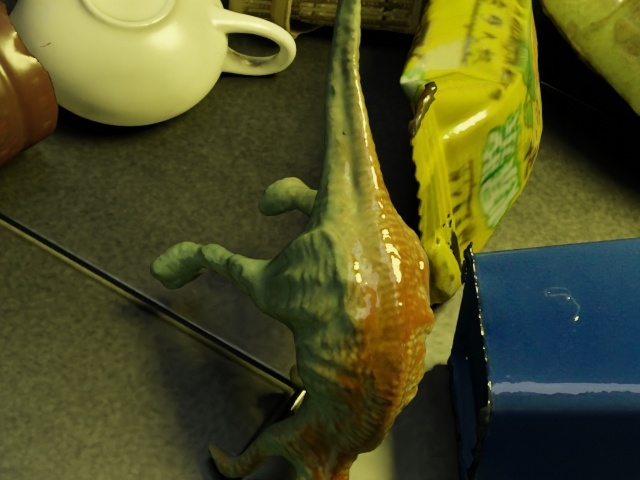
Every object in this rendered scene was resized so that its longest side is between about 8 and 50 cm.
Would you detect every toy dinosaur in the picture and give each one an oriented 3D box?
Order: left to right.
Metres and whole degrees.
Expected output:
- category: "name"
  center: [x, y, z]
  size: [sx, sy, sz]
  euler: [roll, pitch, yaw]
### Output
- category: "toy dinosaur"
  center: [0.000, 0.000, 0.865]
  size: [0.092, 0.393, 0.205]
  euler: [13, 11, -38]

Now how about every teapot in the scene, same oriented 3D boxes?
- category: "teapot"
  center: [-0.127, -0.147, 1.037]
  size: [0.226, 0.092, 0.145]
  euler: [7, 63, -10]

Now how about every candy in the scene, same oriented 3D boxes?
- category: "candy"
  center: [0.107, -0.113, 0.993]
  size: [0.081, 0.187, 0.297]
  euler: [7, 51, 20]

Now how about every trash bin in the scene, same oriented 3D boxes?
- category: "trash bin"
  center: [0.199, 0.072, 0.874]
  size: [0.234, 0.184, 0.162]
  euler: [0, 52, -3]

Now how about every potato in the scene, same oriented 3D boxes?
- category: "potato"
  center: [0.277, -0.151, 1.051]
  size: [0.272, 0.111, 0.160]
  euler: [50, 39, 12]

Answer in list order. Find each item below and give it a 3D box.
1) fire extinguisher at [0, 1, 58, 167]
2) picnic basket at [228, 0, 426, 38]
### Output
- category: "fire extinguisher"
  center: [-0.317, -0.032, 0.890]
  size: [0.337, 0.135, 0.114]
  euler: [-38, 95, -30]
- category: "picnic basket"
  center: [0.030, -0.323, 1.111]
  size: [0.175, 0.228, 0.313]
  euler: [5, 52, -3]
